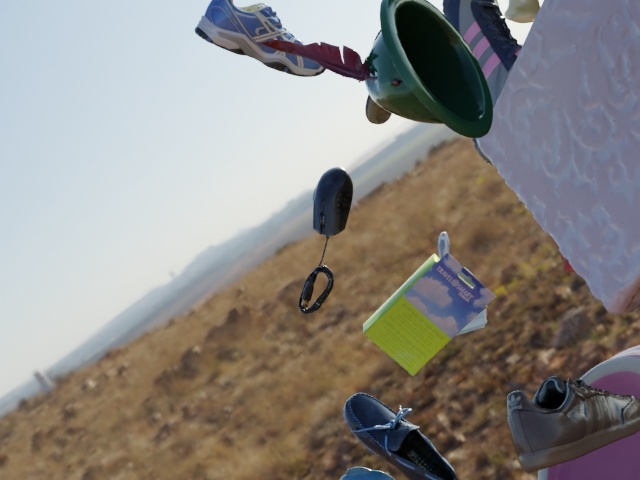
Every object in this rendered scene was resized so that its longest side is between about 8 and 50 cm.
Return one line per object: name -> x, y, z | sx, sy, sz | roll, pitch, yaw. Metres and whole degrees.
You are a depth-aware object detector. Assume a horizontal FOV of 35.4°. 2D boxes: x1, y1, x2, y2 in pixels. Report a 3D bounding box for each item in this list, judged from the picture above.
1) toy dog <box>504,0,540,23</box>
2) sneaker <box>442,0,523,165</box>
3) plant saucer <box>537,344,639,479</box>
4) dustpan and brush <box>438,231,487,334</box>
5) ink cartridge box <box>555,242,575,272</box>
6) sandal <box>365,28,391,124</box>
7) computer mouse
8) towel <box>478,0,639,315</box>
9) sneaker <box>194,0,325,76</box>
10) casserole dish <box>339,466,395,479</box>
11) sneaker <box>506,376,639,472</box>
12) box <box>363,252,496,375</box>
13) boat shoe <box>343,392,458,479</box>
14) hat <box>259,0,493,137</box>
toy dog -> 0.438, -0.485, 1.594 | 0.284, 0.408, 0.395 | 15, 66, 34
sneaker -> 0.281, -0.282, 1.530 | 0.112, 0.319, 0.131 | -11, -7, -35
plant saucer -> 0.372, 0.268, 1.203 | 0.332, 0.084, 0.332 | -50, 26, 35
dustpan and brush -> 0.231, 0.076, 1.831 | 0.147, 0.060, 0.211 | -20, 40, 29
ink cartridge box -> 0.393, -0.037, 1.343 | 0.127, 0.128, 0.176 | -20, 0, -7
sandal -> 0.112, -0.253, 1.542 | 0.072, 0.049, 0.180 | -21, -46, -35
computer mouse -> 0.000, 0.000, 1.599 | 0.071, 0.242, 0.041 | 13, 2, 36
towel -> 0.327, -0.134, 1.132 | 0.053, 0.332, 0.317 | -4, -45, -28
sneaker -> -0.075, -0.300, 1.473 | 0.080, 0.211, 0.081 | 43, 113, 58
casserole dish -> 0.098, 0.409, 1.474 | 0.114, 0.188, 0.037 | -22, 23, 43
sneaker -> 0.236, 0.151, 0.903 | 0.066, 0.071, 0.188 | -28, -14, 40
box -> 0.161, 0.105, 1.498 | 0.178, 0.109, 0.042 | -46, 14, 15
boat shoe -> 0.156, 0.360, 1.828 | 0.109, 0.258, 0.089 | -46, -18, -31
hat -> 0.062, -0.156, 1.096 | 0.183, 0.173, 0.208 | -33, 46, 34
